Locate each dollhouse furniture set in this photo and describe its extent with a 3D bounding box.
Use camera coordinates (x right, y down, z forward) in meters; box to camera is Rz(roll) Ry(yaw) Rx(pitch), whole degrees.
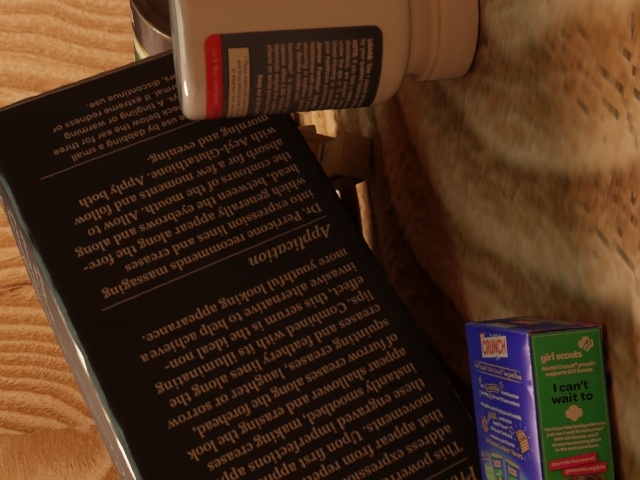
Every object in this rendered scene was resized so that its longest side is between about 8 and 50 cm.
[{"bbox_3d":[-0.031,-0.128,0.927,0.182,0.101,0.160,161,118,-65],"label":"dollhouse furniture set"}]

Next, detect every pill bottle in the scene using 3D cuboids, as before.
[{"bbox_3d":[-0.001,-0.134,0.588,0.108,0.180,0.107,175,90,-80],"label":"pill bottle"}]

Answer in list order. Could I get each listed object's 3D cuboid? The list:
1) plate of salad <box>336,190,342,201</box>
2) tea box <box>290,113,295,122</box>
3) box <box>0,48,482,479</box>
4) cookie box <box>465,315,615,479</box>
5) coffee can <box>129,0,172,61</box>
[{"bbox_3d":[0.000,0.000,1.027,0.200,0.048,0.199,179,90,-70],"label":"plate of salad"},{"bbox_3d":[-0.150,-0.002,1.358,0.323,0.220,0.328,-165,70,-80],"label":"tea box"},{"bbox_3d":[-0.077,0.096,0.741,0.395,0.212,0.293,60,161,19],"label":"box"},{"bbox_3d":[0.112,0.095,0.485,0.092,0.040,0.107,171,93,-80],"label":"cookie box"},{"bbox_3d":[-0.183,-0.325,1.416,0.275,0.202,0.201,121,142,-73],"label":"coffee can"}]
